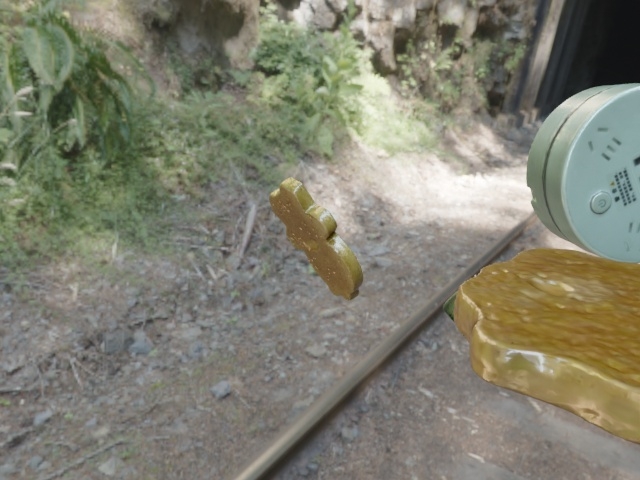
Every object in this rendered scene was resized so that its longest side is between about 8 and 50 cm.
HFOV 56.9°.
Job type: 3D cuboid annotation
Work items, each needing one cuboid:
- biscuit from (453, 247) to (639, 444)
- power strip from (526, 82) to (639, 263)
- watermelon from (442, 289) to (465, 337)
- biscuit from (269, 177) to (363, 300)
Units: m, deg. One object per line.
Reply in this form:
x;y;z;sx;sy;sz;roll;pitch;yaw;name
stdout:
0.322;0.097;0.583;0.364;0.062;0.385;13;19;30;biscuit
0.598;-0.138;1.144;0.357;0.358;0.161;5;12;-8;power strip
0.253;0.106;0.940;0.092;0.075;0.181;41;13;23;watermelon
0.000;0.000;0.970;0.036;0.226;0.166;-37;2;-25;biscuit
